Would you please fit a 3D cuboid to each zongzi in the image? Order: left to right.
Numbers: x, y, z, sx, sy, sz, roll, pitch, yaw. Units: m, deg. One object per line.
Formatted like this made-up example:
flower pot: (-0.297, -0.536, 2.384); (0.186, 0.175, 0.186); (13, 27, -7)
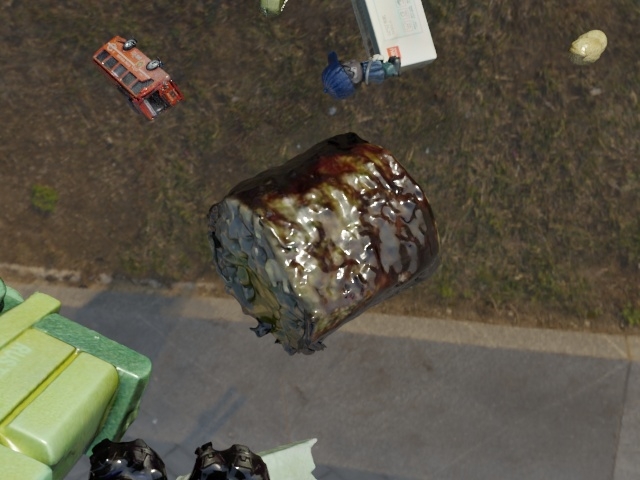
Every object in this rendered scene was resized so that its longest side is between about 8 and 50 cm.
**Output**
zongzi: (-0.083, -0.463, 1.338); (0.055, 0.119, 0.109); (12, 94, 2)

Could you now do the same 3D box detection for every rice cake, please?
rice cake: (-0.087, 0.288, 0.843); (0.069, 0.206, 0.063); (-28, 70, 38)

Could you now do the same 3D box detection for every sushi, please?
sushi: (-0.001, 0.000, 1.129); (0.299, 0.294, 0.281); (49, 154, 17)

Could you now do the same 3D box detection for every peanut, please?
peanut: (0.320, -0.230, 0.851); (0.037, 0.083, 0.037); (14, 117, 29)

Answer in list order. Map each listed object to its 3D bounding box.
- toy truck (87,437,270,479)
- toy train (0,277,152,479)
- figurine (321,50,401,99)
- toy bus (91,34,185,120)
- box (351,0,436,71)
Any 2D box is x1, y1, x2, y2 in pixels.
toy truck: (-0.128, 0.284, 0.591); (0.213, 0.161, 0.177); (8, 115, -17)
toy train: (-0.303, 0.145, 0.575); (0.253, 0.397, 0.160); (25, 104, -1)
figurine: (0.068, -0.281, 1.222); (0.136, 0.077, 0.080); (0, 108, -12)
toy bus: (-0.342, -0.306, 1.327); (0.096, 0.235, 0.073); (-41, 140, -6)
box: (0.152, -0.503, 1.563); (0.134, 0.079, 0.270); (-18, 93, -16)
